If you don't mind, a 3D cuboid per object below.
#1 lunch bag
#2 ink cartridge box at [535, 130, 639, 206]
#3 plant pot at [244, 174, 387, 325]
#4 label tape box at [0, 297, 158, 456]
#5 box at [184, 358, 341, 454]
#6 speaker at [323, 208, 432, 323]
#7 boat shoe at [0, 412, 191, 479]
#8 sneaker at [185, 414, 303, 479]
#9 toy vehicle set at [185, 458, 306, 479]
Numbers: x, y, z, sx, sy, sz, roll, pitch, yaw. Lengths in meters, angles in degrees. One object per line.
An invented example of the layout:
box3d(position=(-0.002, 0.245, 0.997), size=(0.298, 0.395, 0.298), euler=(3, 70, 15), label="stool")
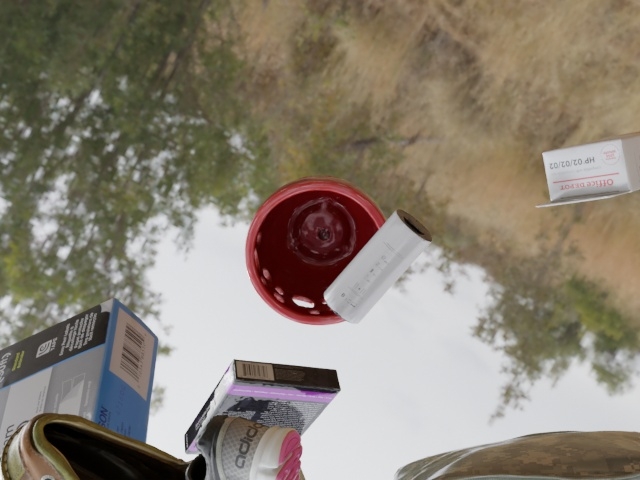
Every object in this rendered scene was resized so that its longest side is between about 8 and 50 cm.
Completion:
box3d(position=(0.198, 0.275, 0.909), size=(0.287, 0.169, 0.235), euler=(-2, 176, 6), label="lunch bag")
box3d(position=(0.331, -0.087, 1.081), size=(0.181, 0.061, 0.104), euler=(-16, -174, -42), label="ink cartridge box")
box3d(position=(0.000, 0.000, 1.267), size=(0.191, 0.191, 0.174), euler=(28, -167, -5), label="plant pot")
box3d(position=(-0.400, 0.258, 1.292), size=(0.115, 0.348, 0.249), euler=(53, -158, -38), label="label tape box")
box3d(position=(-0.065, 0.181, 0.992), size=(0.116, 0.162, 0.029), euler=(9, -133, -24), label="box")
box3d(position=(0.065, 0.030, 1.076), size=(0.055, 0.136, 0.055), euler=(35, -160, -14), label="speaker")
box3d(position=(-0.119, 0.241, 0.765), size=(0.307, 0.104, 0.110), euler=(29, -140, -17), label="boat shoe")
box3d(position=(-0.059, 0.182, 0.674), size=(0.075, 0.170, 0.063), euler=(22, -136, 15), label="sneaker")
box3d(position=(-0.147, 0.406, 1.439), size=(0.166, 0.267, 0.035), euler=(67, 157, 14), label="toy vehicle set")
